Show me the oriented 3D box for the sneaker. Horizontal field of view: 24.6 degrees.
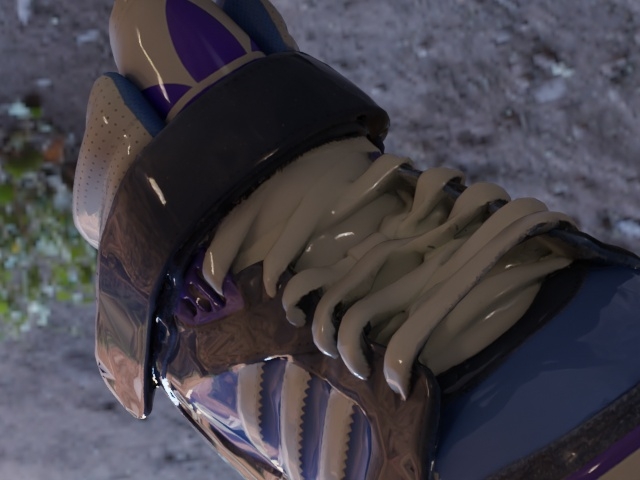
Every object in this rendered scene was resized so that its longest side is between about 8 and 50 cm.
[{"bbox_3d":[0.000,0.000,0.515,0.130,0.236,0.323,-36,-175,-22],"label":"sneaker"}]
